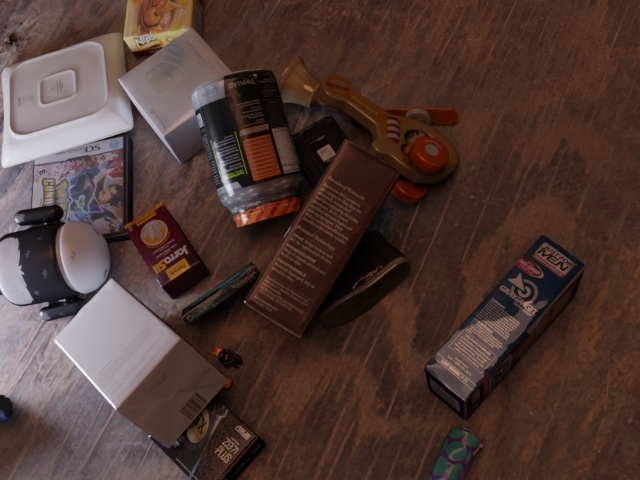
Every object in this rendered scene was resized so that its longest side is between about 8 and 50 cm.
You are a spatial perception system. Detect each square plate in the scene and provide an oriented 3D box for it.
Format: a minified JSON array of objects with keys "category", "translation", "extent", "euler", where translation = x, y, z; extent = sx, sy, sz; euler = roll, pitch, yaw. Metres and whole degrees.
[{"category":"square plate","translation":[-0.658,-0.373,2.023],"extent":[0.344,0.049,0.347],"euler":[-16,58,3]}]

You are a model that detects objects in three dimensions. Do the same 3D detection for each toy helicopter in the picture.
[{"category":"toy helicopter","translation":[0.155,-0.262,1.770],"extent":[0.355,0.140,0.235],"euler":[36,50,6]}]

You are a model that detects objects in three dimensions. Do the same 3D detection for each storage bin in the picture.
[{"category":"storage bin","translation":[0.021,-0.175,1.799],"extent":[0.122,0.084,0.180],"euler":[-31,65,-3]}]

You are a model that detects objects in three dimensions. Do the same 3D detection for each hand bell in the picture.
[{"category":"hand bell","translation":[0.024,-0.320,1.869],"extent":[0.242,0.126,0.126],"euler":[31,75,9]}]

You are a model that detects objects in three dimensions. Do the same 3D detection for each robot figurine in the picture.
[{"category":"robot figurine","translation":[-0.609,0.052,1.774],"extent":[0.278,0.209,0.173],"euler":[-12,44,7]}]

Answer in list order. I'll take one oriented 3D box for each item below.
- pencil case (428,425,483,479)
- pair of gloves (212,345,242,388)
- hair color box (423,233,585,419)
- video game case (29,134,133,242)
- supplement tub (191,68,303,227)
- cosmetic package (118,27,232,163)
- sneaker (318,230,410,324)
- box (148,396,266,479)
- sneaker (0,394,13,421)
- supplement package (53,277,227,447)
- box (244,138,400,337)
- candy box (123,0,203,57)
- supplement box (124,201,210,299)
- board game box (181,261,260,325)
[{"category":"pencil case","translation":[0.251,0.426,1.491],"extent":[0.070,0.064,0.152],"euler":[15,69,34]},{"category":"pair of gloves","translation":[-0.207,0.270,1.682],"extent":[0.074,0.010,0.083],"euler":[20,68,20]},{"category":"hair color box","translation":[0.353,0.170,1.527],"extent":[0.105,0.174,0.347],"euler":[39,78,23]},{"category":"video game case","translation":[-0.574,-0.111,1.913],"extent":[0.248,0.035,0.275],"euler":[-9,64,7]},{"category":"supplement tub","translation":[-0.152,-0.198,1.736],"extent":[0.193,0.193,0.316],"euler":[-15,91,4]},{"category":"cosmetic package","translation":[-0.323,-0.349,1.917],"extent":[0.224,0.138,0.224],"euler":[-38,64,-6]},{"category":"sneaker","translation":[0.072,0.081,1.686],"extent":[0.222,0.083,0.118],"euler":[-35,52,-6]},{"category":"box","translation":[-0.225,0.399,1.590],"extent":[0.180,0.077,0.147],"euler":[38,77,24]},{"category":"sneaker","translation":[-0.805,0.409,1.690],"extent":[0.330,0.130,0.147],"euler":[-15,78,8]},{"category":"supplement package","translation":[-0.361,0.238,1.587],"extent":[0.177,0.175,0.293],"euler":[-48,45,-11]},{"category":"box","translation":[0.000,0.000,1.614],"extent":[0.143,0.191,0.381],"euler":[33,84,-1]},{"category":"candy box","translation":[-0.405,-0.643,2.092],"extent":[0.183,0.087,0.316],"euler":[-5,65,9]},{"category":"supplement box","translation":[-0.343,0.022,1.782],"extent":[0.104,0.081,0.188],"euler":[-34,64,-6]},{"category":"board game box","translation":[-0.213,0.111,1.695],"extent":[0.186,0.126,0.026],"euler":[-36,97,-6]}]
